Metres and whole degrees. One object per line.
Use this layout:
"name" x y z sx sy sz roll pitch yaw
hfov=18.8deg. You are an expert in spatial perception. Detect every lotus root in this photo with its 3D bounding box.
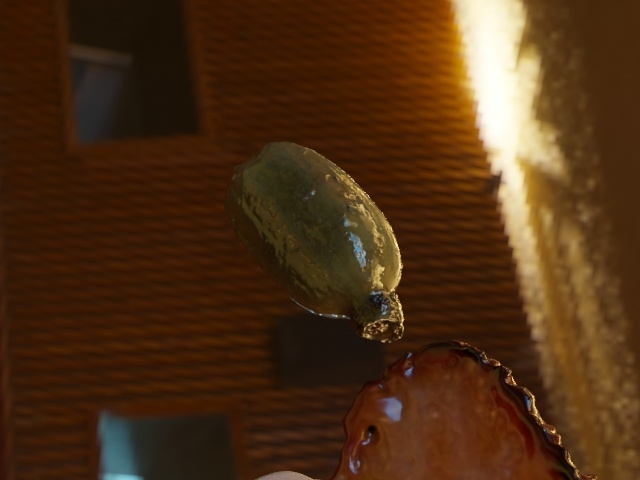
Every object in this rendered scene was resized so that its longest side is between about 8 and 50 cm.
"lotus root" 0.000 0.000 1.356 0.090 0.077 0.183 -47 -126 10

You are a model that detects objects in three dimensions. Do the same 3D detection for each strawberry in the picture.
"strawberry" 0.086 0.178 1.033 0.190 0.111 0.236 -14 -115 20

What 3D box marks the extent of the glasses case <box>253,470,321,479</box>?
"glasses case" -0.027 0.191 0.732 0.059 0.092 0.233 26 -52 31
